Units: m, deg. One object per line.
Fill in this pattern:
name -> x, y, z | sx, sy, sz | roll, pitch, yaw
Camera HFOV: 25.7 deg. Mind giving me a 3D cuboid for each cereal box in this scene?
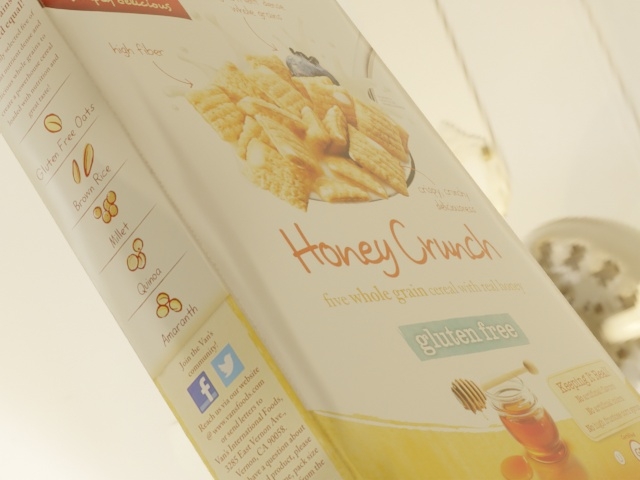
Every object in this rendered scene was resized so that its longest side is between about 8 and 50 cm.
cereal box -> 0.000, 0.000, 0.451 | 0.047, 0.173, 0.240 | -47, -115, 28
